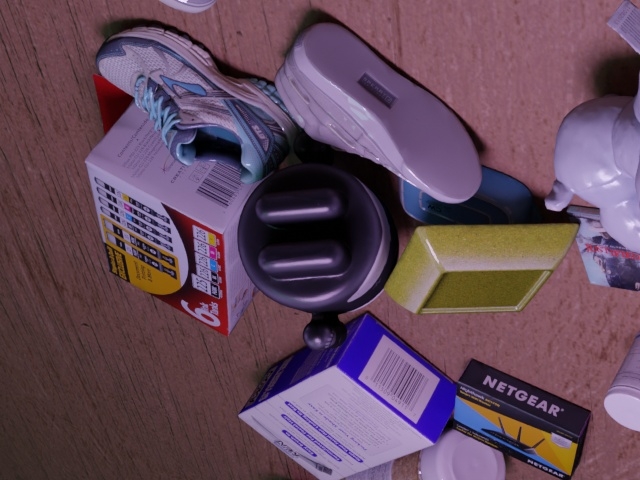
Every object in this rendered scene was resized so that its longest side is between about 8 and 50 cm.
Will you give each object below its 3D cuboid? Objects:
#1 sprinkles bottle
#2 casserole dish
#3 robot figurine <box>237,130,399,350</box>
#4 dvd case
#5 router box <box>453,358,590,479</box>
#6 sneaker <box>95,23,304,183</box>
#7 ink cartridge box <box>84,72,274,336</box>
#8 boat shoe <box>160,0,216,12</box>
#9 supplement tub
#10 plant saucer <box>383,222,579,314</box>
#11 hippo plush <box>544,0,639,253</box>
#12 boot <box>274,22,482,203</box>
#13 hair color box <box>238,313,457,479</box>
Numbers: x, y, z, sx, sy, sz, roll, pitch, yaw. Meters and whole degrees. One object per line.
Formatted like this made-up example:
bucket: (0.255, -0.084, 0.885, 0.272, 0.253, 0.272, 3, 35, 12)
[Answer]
sprinkles bottle: (0.130, 0.363, 2.182, 0.121, 0.121, 0.355, 42, 148, -13)
casserole dish: (0.163, -0.044, 1.670, 0.188, 0.037, 0.114, 22, 147, 21)
robot figurine: (-0.002, 0.002, 1.693, 0.173, 0.209, 0.278, 35, -178, 12)
dvd case: (0.328, 0.011, 1.610, 0.087, 0.013, 0.119, 10, 140, 35)
router box: (0.270, 0.245, 1.959, 0.179, 0.046, 0.133, 23, 147, 19)
sneaker: (-0.161, -0.161, 1.730, 0.283, 0.122, 0.110, 25, 148, 16)
ink cartridge box: (-0.207, -0.043, 1.908, 0.272, 0.130, 0.309, 27, 154, 13)
boat shoe: (-0.184, -0.341, 1.545, 0.227, 0.079, 0.081, 48, 151, -16)
supplement tub: (0.381, 0.160, 1.675, 0.071, 0.107, 0.071, 24, 148, 16)
plant saucer: (0.182, 0.040, 1.645, 0.188, 0.045, 0.188, -1, 157, -11)
hippo plush: (0.301, -0.066, 1.313, 0.294, 0.234, 0.236, 41, 148, -11)
boot: (0.061, -0.128, 1.613, 0.258, 0.095, 0.123, 45, 155, -1)
hair color box: (0.037, 0.239, 2.115, 0.185, 0.110, 0.339, 39, 147, -11)
